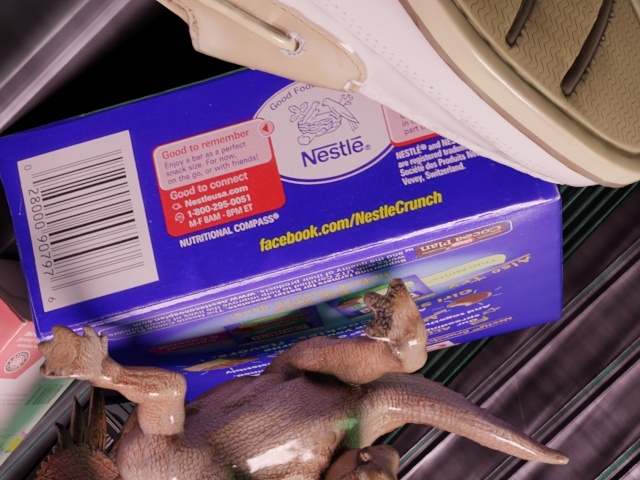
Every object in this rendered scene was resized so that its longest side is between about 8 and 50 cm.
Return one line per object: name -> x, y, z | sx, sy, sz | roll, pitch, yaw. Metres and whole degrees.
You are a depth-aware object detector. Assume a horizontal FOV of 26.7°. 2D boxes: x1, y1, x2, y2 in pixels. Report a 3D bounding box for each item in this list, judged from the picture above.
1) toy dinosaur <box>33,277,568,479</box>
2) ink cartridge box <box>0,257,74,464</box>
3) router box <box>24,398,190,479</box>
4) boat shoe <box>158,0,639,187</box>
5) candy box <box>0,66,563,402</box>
toy dinosaur -> -0.036, 0.108, 0.700 | 0.295, 0.127, 0.200 | -12, 166, -10
ink cartridge box -> -0.225, 0.103, 0.777 | 0.198, 0.067, 0.115 | -49, 164, 5
router box -> -0.216, 0.272, 1.192 | 0.309, 0.081, 0.243 | -49, 164, 10
boat shoe -> 0.000, -0.114, 0.486 | 0.103, 0.302, 0.113 | -28, -149, 46
candy box -> 0.000, 0.000, 0.800 | 0.268, 0.122, 0.317 | -15, 164, 6
